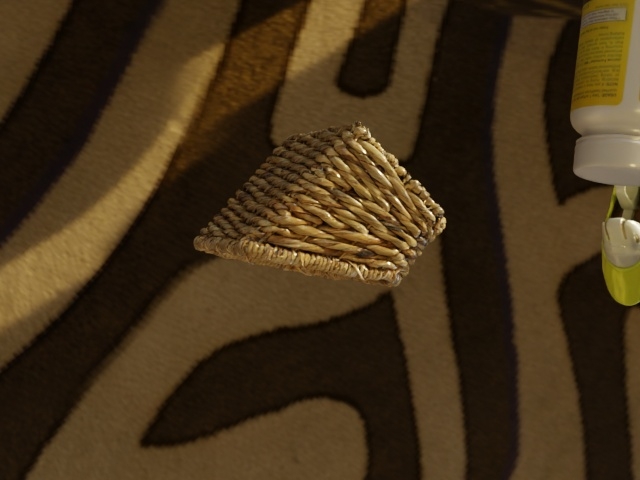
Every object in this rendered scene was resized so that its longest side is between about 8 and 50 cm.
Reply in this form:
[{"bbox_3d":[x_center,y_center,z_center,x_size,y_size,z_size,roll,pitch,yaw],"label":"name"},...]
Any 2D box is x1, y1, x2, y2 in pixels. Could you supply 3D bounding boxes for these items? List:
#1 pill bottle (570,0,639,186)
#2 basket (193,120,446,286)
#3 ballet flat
[{"bbox_3d":[0.330,-0.169,1.343,0.119,0.119,0.208,12,82,-27],"label":"pill bottle"},{"bbox_3d":[0.000,0.000,1.644,0.213,0.299,0.223,46,76,-15],"label":"basket"},{"bbox_3d":[0.387,-0.037,1.582,0.077,0.077,0.231,19,80,-53],"label":"ballet flat"}]
